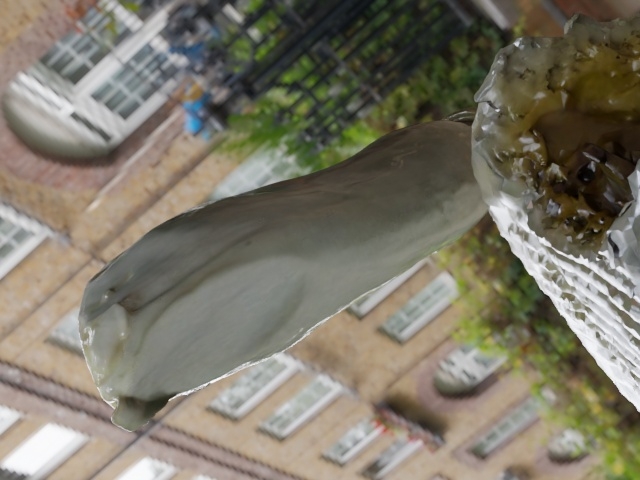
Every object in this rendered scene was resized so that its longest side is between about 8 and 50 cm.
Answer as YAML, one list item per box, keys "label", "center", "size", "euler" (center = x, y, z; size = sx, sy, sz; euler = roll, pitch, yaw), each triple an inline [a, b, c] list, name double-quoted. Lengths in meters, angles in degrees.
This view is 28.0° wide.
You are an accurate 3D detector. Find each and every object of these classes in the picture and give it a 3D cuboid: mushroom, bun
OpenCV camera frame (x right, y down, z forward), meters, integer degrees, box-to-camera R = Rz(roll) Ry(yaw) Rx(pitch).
- label: "mushroom"
  center: [0.002, -0.001, 0.763]
  size: [0.109, 0.351, 0.097]
  euler: [-8, 105, 55]
- label: "bun"
  center: [0.228, -0.006, 0.641]
  size: [0.281, 0.205, 0.281]
  euler: [55, 178, 3]
